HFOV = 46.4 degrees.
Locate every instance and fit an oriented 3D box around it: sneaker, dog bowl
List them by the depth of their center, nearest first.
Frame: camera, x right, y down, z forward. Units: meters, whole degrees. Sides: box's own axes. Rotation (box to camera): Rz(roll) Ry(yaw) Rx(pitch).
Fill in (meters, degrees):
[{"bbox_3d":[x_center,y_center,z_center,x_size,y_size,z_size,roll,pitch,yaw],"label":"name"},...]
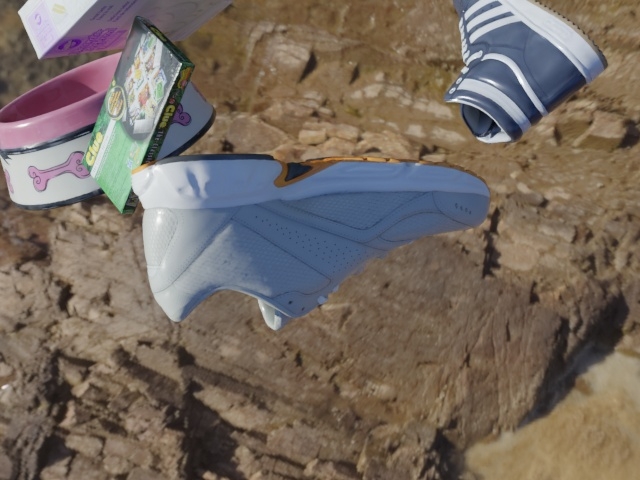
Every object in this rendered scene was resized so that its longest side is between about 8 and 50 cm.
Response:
[{"bbox_3d":[0.000,0.000,0.532,0.262,0.099,0.121,-2,96,-19],"label":"sneaker"},{"bbox_3d":[0.198,-0.221,0.901,0.153,0.282,0.099,-45,128,11],"label":"sneaker"},{"bbox_3d":[-0.407,-0.223,1.367,0.408,0.408,0.150,-14,118,14],"label":"dog bowl"}]

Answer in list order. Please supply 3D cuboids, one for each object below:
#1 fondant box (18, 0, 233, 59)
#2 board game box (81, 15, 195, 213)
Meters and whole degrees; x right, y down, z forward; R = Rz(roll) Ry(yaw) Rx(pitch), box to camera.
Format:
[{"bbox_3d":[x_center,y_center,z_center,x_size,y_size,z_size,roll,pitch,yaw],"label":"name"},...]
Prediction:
[{"bbox_3d":[-0.311,-0.421,1.290,0.238,0.330,0.096,-21,92,43],"label":"fondant box"},{"bbox_3d":[-0.276,-0.182,1.105,0.136,0.030,0.260,45,121,27],"label":"board game box"}]
